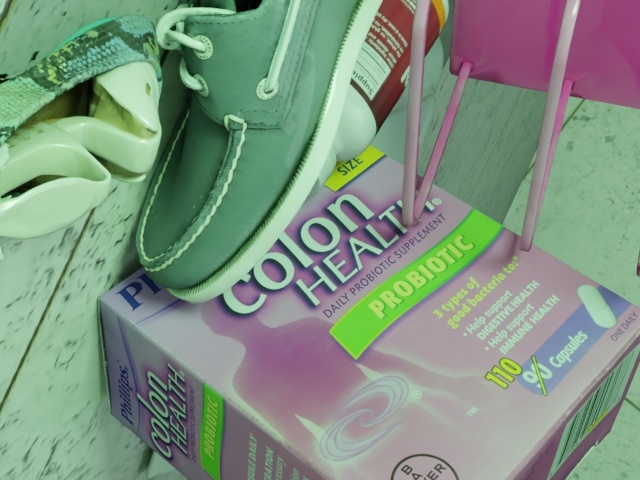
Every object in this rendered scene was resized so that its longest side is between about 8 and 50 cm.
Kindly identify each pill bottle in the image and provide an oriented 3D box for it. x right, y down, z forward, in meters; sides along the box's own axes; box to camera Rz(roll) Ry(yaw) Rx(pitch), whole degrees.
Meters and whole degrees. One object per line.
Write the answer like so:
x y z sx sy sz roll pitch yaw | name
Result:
0.010 -0.105 0.705 0.152 0.086 0.086 -58 166 -22 | pill bottle

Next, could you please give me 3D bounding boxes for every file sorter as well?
0.201 -0.089 0.622 0.202 0.291 0.182 88 19 -51 | file sorter

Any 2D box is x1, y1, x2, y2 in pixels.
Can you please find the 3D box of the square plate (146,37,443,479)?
0.000 0.000 0.950 0.344 0.049 0.347 -35 148 -65 | square plate

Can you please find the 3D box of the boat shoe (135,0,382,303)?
-0.035 -0.114 0.571 0.099 0.116 0.319 15 114 -33 | boat shoe

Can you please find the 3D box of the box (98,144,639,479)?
0.031 0.076 0.686 0.213 0.243 0.117 -38 148 -34 | box

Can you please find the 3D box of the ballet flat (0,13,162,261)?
-0.101 -0.037 0.457 0.188 0.070 0.070 -47 159 -51 | ballet flat
